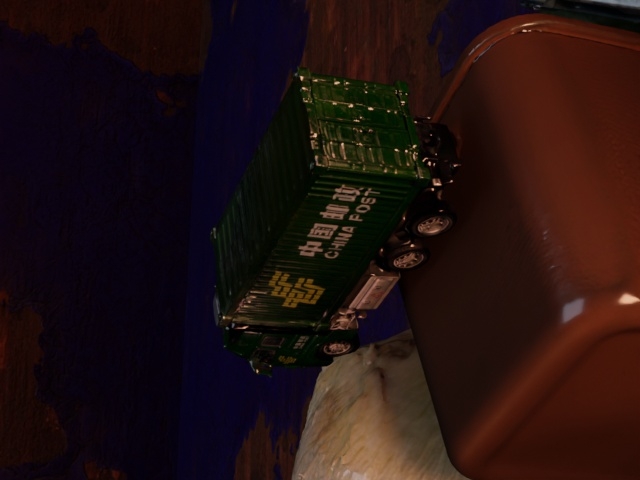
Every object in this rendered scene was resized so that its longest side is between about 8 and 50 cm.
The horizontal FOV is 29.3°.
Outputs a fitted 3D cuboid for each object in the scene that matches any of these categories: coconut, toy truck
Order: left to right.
[{"bbox_3d":[0.000,0.000,0.851,0.259,0.121,0.088,122,145,-49],"label":"toy truck"},{"bbox_3d":[0.139,0.221,1.036,0.346,0.346,0.360,-139,50,-68],"label":"coconut"}]

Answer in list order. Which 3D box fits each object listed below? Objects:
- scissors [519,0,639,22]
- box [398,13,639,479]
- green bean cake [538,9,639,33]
[{"bbox_3d":[0.304,-0.131,0.764,0.393,0.180,0.032,17,104,33],"label":"scissors"},{"bbox_3d":[0.240,0.027,0.859,0.239,0.339,0.229,120,149,-46],"label":"box"},{"bbox_3d":[0.317,-0.281,0.930,0.308,0.300,0.169,-16,107,33],"label":"green bean cake"}]
